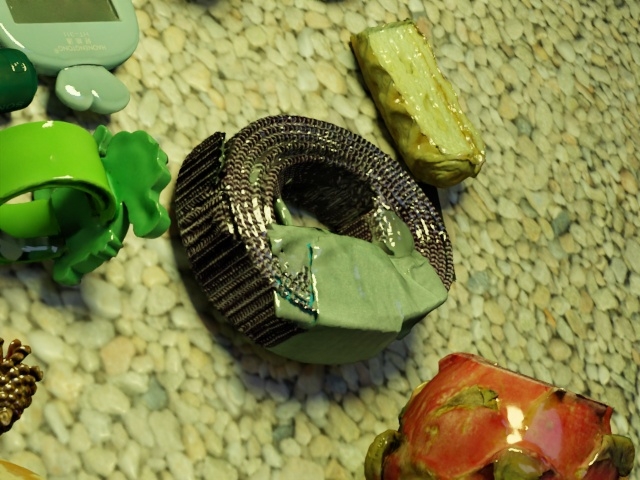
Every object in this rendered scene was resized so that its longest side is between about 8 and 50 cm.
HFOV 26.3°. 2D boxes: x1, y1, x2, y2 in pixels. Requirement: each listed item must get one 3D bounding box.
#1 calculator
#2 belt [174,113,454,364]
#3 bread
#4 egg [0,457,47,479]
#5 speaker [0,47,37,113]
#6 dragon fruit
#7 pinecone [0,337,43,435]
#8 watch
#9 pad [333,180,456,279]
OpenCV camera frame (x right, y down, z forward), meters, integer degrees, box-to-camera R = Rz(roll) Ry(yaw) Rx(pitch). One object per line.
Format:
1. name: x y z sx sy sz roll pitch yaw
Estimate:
1. calculator: -0.279 -0.259 1.386 0.188 0.042 0.303 -10 74 -47
2. belt: 0.000 0.000 1.448 0.325 0.122 0.260 11 54 -42
3. bread: 0.115 -0.167 1.681 0.128 0.088 0.232 -10 68 -55
4. egg: -0.274 0.253 0.992 0.233 0.195 0.195 -8 73 -49
5. speaker: -0.320 -0.156 1.288 0.094 0.060 0.075 36 33 29
6. dragon fruit: 0.166 0.270 1.371 0.250 0.269 0.291 17 91 -46
7. pinecone: -0.287 0.110 1.125 0.109 0.102 0.102 49 42 1
8. watch: -0.235 -0.052 1.220 0.152 0.165 0.131 29 36 -53
9. pad: 0.083 -0.023 1.624 0.190 0.004 0.127 10 61 -39
